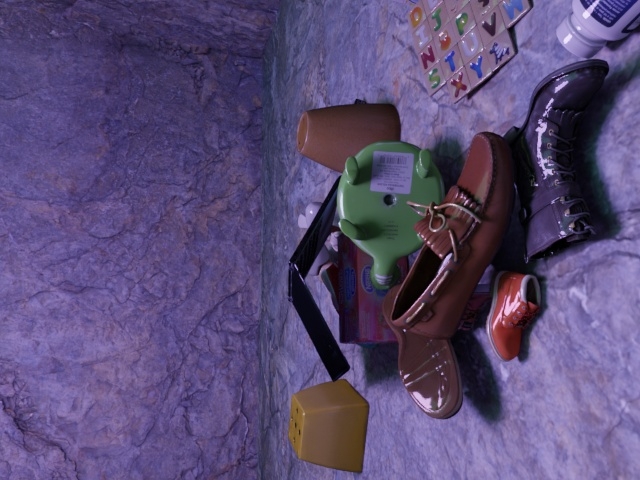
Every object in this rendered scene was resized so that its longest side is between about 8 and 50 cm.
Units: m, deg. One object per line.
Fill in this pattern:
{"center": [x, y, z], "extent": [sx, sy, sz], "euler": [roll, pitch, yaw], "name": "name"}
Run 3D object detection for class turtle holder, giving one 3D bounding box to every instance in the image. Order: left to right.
{"center": [0.174, -0.064, 1.132], "extent": [0.321, 0.243, 0.227], "euler": [65, -171, 0], "name": "turtle holder"}

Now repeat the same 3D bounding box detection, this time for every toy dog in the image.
{"center": [0.000, 0.000, 1.715], "extent": [0.334, 0.220, 0.161], "euler": [-58, 0, 41], "name": "toy dog"}

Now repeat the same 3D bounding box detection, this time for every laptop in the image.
{"center": [0.041, 0.120, 1.298], "extent": [0.408, 0.236, 0.382], "euler": [-61, -6, -20], "name": "laptop"}

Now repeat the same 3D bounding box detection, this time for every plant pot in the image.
{"center": [0.012, 0.558, 1.488], "extent": [0.212, 0.187, 0.213], "euler": [-163, 78, -71], "name": "plant pot"}
{"center": [0.067, -0.298, 1.424], "extent": [0.237, 0.254, 0.237], "euler": [-175, 90, -71], "name": "plant pot"}

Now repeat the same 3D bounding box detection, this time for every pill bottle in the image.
{"center": [0.403, -0.333, 0.656], "extent": [0.169, 0.094, 0.094], "euler": [125, 145, -56], "name": "pill bottle"}

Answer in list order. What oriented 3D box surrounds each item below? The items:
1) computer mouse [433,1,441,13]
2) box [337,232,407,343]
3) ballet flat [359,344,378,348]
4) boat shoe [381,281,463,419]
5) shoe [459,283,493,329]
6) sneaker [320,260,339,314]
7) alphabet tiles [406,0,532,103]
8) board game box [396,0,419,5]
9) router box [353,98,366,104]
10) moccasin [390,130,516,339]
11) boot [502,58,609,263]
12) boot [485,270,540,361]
{"center": [0.299, -0.576, 1.090], "extent": [0.262, 0.060, 0.184], "euler": [151, 121, -68], "name": "computer mouse"}
{"center": [0.136, 0.117, 1.285], "extent": [0.154, 0.142, 0.300], "euler": [143, 129, -67], "name": "box"}
{"center": [0.121, 0.183, 1.405], "extent": [0.083, 0.087, 0.248], "euler": [135, 137, -64], "name": "ballet flat"}
{"center": [0.230, 0.231, 1.032], "extent": [0.123, 0.123, 0.342], "euler": [-44, 30, 16], "name": "boat shoe"}
{"center": [0.290, 0.132, 0.951], "extent": [0.178, 0.063, 0.081], "euler": [136, 134, -71], "name": "shoe"}
{"center": [0.097, 0.151, 1.490], "extent": [0.128, 0.087, 0.221], "euler": [-40, 71, 23], "name": "sneaker"}
{"center": [0.294, -0.482, 1.032], "extent": [0.285, 0.011, 0.343], "euler": [-35, 61, 56], "name": "alphabet tiles"}
{"center": [0.206, -0.632, 1.158], "extent": [0.136, 0.201, 0.035], "euler": [123, 146, -57], "name": "board game box"}
{"center": [0.108, -0.392, 1.595], "extent": [0.123, 0.038, 0.092], "euler": [-72, 4, -48], "name": "router box"}
{"center": [0.220, -0.005, 0.860], "extent": [0.139, 0.146, 0.380], "euler": [-97, 23, -61], "name": "moccasin"}
{"center": [0.368, -0.106, 0.740], "extent": [0.263, 0.091, 0.229], "euler": [107, 160, -62], "name": "boot"}
{"center": [0.331, 0.130, 0.832], "extent": [0.084, 0.059, 0.158], "euler": [174, 99, -64], "name": "boot"}
